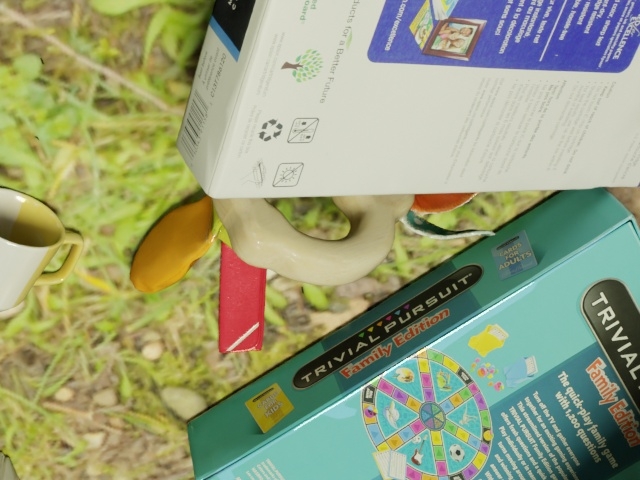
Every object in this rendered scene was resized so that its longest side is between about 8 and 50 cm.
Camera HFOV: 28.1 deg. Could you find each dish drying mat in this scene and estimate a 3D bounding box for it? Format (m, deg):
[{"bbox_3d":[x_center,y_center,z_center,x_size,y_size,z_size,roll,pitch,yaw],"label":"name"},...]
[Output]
[{"bbox_3d":[-0.053,0.039,0.873,0.032,0.008,0.083,-1,114,-11],"label":"dish drying mat"}]

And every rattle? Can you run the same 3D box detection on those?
[{"bbox_3d":[0.000,0.000,0.836,0.199,0.130,0.143,-1,129,-40],"label":"rattle"}]

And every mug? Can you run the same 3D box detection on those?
[{"bbox_3d":[-0.194,0.013,0.805,0.078,0.062,0.064,23,116,-14],"label":"mug"}]

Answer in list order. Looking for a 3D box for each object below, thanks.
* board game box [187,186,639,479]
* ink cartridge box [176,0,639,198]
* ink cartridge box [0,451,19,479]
[{"bbox_3d":[0.114,0.149,0.919,0.336,0.079,0.254,-32,117,3],"label":"board game box"},{"bbox_3d":[0.090,-0.108,0.759,0.332,0.065,0.165,-1,127,-31],"label":"ink cartridge box"},{"bbox_3d":[-0.267,0.218,0.883,0.135,0.056,0.099,-17,116,-3],"label":"ink cartridge box"}]
